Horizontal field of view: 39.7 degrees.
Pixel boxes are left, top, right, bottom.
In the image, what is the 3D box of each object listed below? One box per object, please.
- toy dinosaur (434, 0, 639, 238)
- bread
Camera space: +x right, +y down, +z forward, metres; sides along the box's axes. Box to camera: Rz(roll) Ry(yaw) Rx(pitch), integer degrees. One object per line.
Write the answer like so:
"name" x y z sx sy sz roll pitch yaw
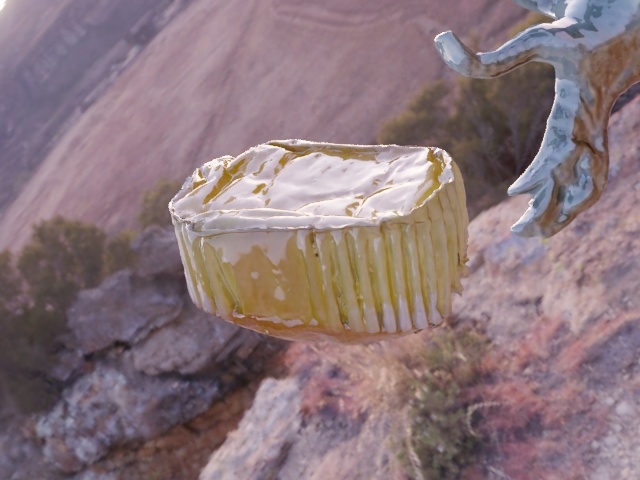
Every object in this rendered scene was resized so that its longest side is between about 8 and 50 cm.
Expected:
"toy dinosaur" 0.150 -0.204 0.423 0.393 0.206 0.092 -55 -1 5
"bread" 0.000 0.000 0.734 0.250 0.133 0.179 0 26 23
